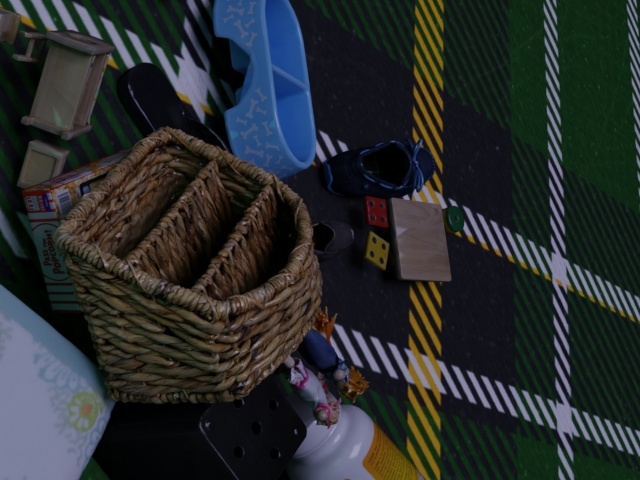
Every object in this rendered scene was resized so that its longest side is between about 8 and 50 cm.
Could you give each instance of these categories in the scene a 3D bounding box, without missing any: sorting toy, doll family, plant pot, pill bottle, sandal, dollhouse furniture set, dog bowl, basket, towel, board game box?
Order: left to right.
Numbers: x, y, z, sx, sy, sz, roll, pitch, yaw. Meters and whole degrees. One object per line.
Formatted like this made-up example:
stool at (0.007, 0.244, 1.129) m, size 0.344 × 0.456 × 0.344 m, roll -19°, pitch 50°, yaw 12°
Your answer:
towel at (-0.401, 0.179, 1.054) m, size 0.374 × 0.090 × 0.321 m, roll 46°, pitch 50°, yaw -27°
dollhouse furniture set at (-0.352, -0.170, 1.255) m, size 0.101 × 0.160 × 0.182 m, roll -69°, pitch 179°, yaw -77°
board game box at (-0.255, -0.017, 1.258) m, size 0.193 × 0.045 × 0.147 m, roll -34°, pitch 118°, yaw -57°
sandal at (-0.174, -0.125, 1.423) m, size 0.254 × 0.054 × 0.097 m, roll 52°, pitch 45°, yaw -23°
plant pot at (-0.132, 0.230, 1.268) m, size 0.188 × 0.167 × 0.187 m, roll 57°, pitch 43°, yaw -17°
basket at (-0.124, 0.013, 1.202) m, size 0.299 × 0.213 × 0.223 m, roll -58°, pitch 140°, yaw -57°
dog bowl at (-0.073, -0.224, 1.514) m, size 0.166 × 0.074 × 0.297 m, roll 17°, pitch 64°, yaw -66°
doll family at (-0.016, 0.135, 1.356) m, size 0.118 × 0.263 × 0.163 m, roll -42°, pitch 119°, yaw -6°
pill bottle at (0.039, 0.311, 1.451) m, size 0.246 × 0.136 × 0.136 m, roll 50°, pitch 46°, yaw -24°
sorting toy at (0.143, 0.004, 1.736) m, size 0.274 × 0.046 × 0.132 m, roll 5°, pitch 74°, yaw -47°

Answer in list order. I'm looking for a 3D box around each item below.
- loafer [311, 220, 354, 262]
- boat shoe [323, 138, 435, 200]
loafer at (0.000, 0.000, 1.568) m, size 0.170 × 0.061 × 0.062 m, roll -15°, pitch 88°, yaw -50°
boat shoe at (0.116, -0.109, 1.710) m, size 0.258 × 0.089 × 0.109 m, roll -20°, pitch 92°, yaw -49°
